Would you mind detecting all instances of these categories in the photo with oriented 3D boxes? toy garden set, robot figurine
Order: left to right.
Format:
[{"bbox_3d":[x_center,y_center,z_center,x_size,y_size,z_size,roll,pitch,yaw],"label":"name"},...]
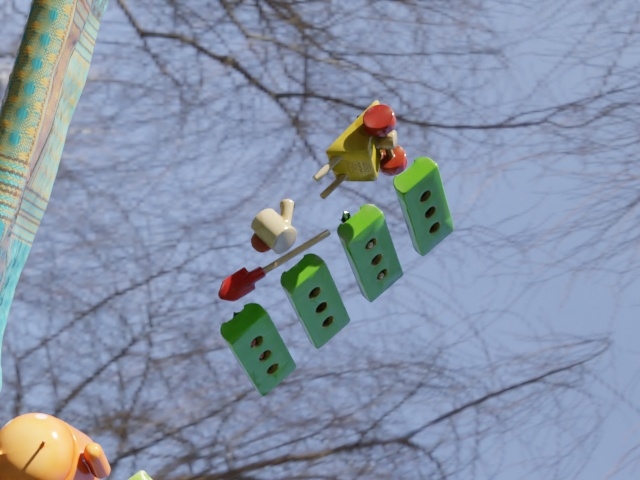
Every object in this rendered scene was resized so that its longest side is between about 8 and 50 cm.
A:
[{"bbox_3d":[-0.400,0.325,1.896,0.158,0.219,0.128,31,-101,21],"label":"robot figurine"},{"bbox_3d":[0.000,0.000,1.140,0.244,0.204,0.049,-40,-124,-12],"label":"toy garden set"}]

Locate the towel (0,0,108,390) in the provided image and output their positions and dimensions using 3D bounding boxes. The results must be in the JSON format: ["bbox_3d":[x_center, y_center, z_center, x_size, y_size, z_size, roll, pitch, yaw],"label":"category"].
[{"bbox_3d":[-0.196,-0.057,0.878,0.040,0.271,0.370,17,-94,-9],"label":"towel"}]

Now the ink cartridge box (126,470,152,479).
[{"bbox_3d":[-0.164,0.294,0.909,0.097,0.189,0.255,47,-23,20],"label":"ink cartridge box"}]
